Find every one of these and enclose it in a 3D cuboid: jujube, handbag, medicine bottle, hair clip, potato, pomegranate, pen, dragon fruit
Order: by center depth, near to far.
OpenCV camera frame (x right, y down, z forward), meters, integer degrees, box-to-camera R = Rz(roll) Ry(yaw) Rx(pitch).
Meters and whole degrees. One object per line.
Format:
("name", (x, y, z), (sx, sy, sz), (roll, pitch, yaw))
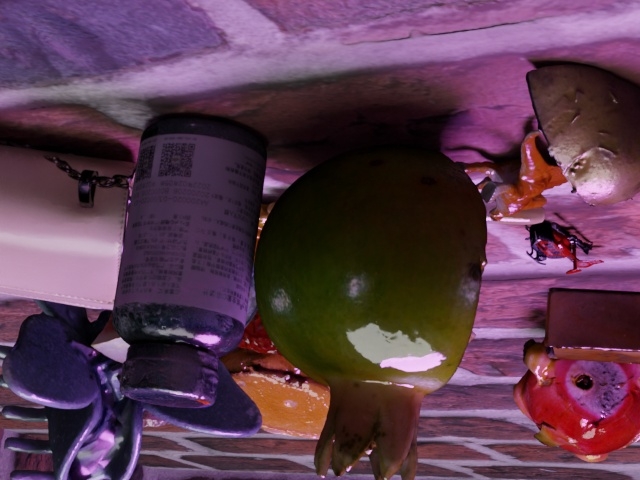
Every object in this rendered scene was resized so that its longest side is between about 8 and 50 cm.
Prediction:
("potato", (0.266, -0.095, 1.243), (0.089, 0.100, 0.172), (-12, 153, 35))
("pomegranate", (0.033, 0.068, 1.419), (0.216, 0.358, 0.310), (14, 165, -10))
("medicine bottle", (-0.142, 0.026, 1.453), (0.141, 0.293, 0.141), (6, 163, 2))
("pen", (0.142, -0.034, 1.587), (0.233, 0.032, 0.040), (6, 131, 5))
("handbag", (-0.397, -0.030, 1.612), (0.359, 0.160, 0.236), (8, 156, -5))
("hair clip", (-0.334, 0.203, 1.983), (0.392, 0.318, 0.238), (14, 127, -33))
("dragon fruit", (0.404, 0.222, 2.074), (0.224, 0.224, 0.227), (7, 166, -2))
("jujube", (-0.072, 0.126, 2.089), (0.176, 0.109, 0.112), (2, 140, 22))

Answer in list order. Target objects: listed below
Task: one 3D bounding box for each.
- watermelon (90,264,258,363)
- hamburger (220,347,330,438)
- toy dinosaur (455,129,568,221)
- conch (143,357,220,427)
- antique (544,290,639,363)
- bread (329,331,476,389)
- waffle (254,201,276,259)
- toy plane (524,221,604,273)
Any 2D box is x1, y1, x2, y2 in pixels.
("watermelon", (-0.175, 0.080, 1.864), (0.176, 0.260, 0.256), (18, 148, 8))
("hamburger", (-0.020, 0.225, 2.281), (0.305, 0.174, 0.284), (8, 161, -5))
("toy dinosaur", (0.221, -0.061, 1.444), (0.142, 0.057, 0.212), (2, 168, -28))
("conch", (-0.252, 0.240, 2.433), (0.163, 0.245, 0.178), (45, 177, -7))
("antique", (0.473, 0.127, 1.913), (0.310, 0.087, 0.093), (2, 165, 14))
("bread", (0.106, 0.171, 2.039), (0.179, 0.133, 0.250), (-30, -179, -40))
("waffle", (0.000, 0.000, 1.724), (0.238, 0.058, 0.243), (-2, 160, 26))
("toy plane", (0.294, 0.008, 1.674), (0.060, 0.037, 0.145), (-16, 149, 31))
